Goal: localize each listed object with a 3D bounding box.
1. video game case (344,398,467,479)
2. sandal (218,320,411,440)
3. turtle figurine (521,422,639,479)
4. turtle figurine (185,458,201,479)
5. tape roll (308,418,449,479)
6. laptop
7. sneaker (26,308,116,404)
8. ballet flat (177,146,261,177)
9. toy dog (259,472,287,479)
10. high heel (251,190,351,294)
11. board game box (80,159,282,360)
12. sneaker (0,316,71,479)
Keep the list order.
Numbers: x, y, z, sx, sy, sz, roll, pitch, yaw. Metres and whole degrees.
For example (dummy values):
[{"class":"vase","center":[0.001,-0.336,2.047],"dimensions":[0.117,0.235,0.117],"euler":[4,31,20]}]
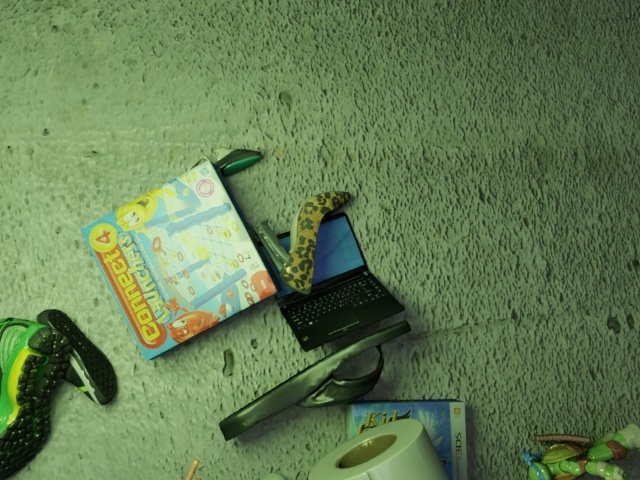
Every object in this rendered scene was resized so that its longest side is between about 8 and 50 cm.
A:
[{"class":"video game case","center":[0.188,0.478,1.202],"dimensions":[0.269,0.061,0.245],"euler":[2,79,-11]},{"class":"sandal","center":[0.006,0.310,1.149],"dimensions":[0.445,0.167,0.107],"euler":[-30,81,-5]},{"class":"turtle figurine","center":[0.616,0.538,1.210],"dimensions":[0.266,0.274,0.198],"euler":[-20,119,-18]},{"class":"turtle figurine","center":[-0.218,0.537,1.032],"dimensions":[0.087,0.217,0.270],"euler":[-2,80,-11]},{"class":"tape roll","center":[0.120,0.472,1.035],"dimensions":[0.246,0.246,0.169],"euler":[-24,86,-14]},{"class":"laptop","center":[0.014,0.079,1.197],"dimensions":[0.234,0.264,0.137],"euler":[-21,121,-13]},{"class":"sneaker","center":[-0.512,0.245,1.112],"dimensions":[0.097,0.084,0.235],"euler":[-38,88,11]},{"class":"ballet flat","center":[-0.233,-0.167,1.229],"dimensions":[0.203,0.074,0.074],"euler":[-33,88,-12]},{"class":"toy dog","center":[-0.041,0.648,1.076],"dimensions":[0.220,0.161,0.334],"euler":[-44,91,-15]},{"class":"high heel","center":[0.000,0.000,1.211],"dimensions":[0.261,0.093,0.186],"euler":[-27,76,-27]},{"class":"board game box","center":[-0.284,0.041,1.136],"dimensions":[0.301,0.086,0.309],"euler":[-29,86,0]},{"class":"sneaker","center":[-0.598,0.308,1.042],"dimensions":[0.146,0.134,0.344],"euler":[22,92,20]}]
